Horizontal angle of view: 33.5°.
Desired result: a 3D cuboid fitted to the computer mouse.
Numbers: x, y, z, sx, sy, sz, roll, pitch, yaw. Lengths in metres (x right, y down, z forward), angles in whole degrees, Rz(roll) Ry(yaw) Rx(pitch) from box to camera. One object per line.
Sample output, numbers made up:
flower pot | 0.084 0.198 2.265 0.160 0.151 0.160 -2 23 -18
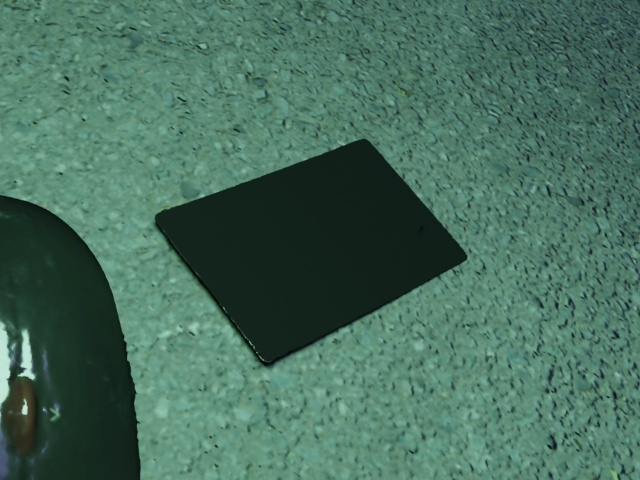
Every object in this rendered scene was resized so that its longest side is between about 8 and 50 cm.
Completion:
computer mouse | -0.214 0.064 0.700 0.170 0.100 0.269 -2 55 -26

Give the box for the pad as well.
pad | 0.000 0.000 0.928 0.265 0.009 0.159 -24 67 -40
